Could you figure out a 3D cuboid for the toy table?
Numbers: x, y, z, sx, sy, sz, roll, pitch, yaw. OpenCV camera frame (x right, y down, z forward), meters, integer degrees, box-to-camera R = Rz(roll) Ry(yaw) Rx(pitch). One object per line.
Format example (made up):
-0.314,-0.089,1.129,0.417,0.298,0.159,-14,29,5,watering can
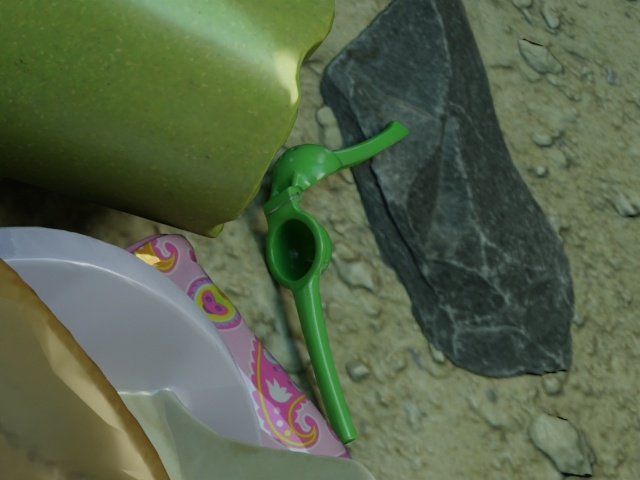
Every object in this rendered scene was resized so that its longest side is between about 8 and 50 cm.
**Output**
-0.105,0.138,0.811,0.274,0.252,0.161,45,11,-44,toy table

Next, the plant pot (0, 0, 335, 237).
-0.139,-0.131,1.019,0.254,0.276,0.276,25,48,-11,plant pot

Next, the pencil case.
-0.055,0.134,1.012,0.124,0.124,0.284,-28,78,-44,pencil case

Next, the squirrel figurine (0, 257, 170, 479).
-0.314,0.069,0.650,0.281,0.370,0.397,-36,96,-33,squirrel figurine

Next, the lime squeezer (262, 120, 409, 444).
0.000,0.000,1.206,0.110,0.059,0.310,52,34,-36,lime squeezer
